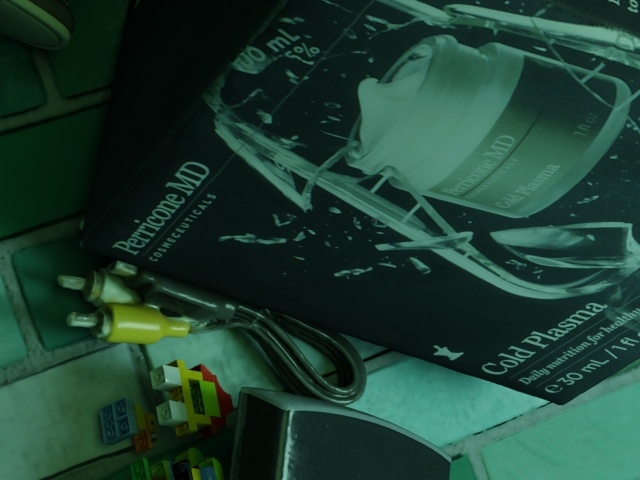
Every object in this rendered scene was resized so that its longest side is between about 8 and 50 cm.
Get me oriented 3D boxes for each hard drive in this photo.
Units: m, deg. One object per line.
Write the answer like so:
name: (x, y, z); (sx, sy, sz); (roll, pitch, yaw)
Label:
hard drive: (0.022, 0.221, 1.385); (0.255, 0.054, 0.172); (24, 66, -48)

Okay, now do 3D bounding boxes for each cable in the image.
cable: (-0.087, 0.056, 1.443); (0.287, 0.072, 0.139); (26, 52, -30)

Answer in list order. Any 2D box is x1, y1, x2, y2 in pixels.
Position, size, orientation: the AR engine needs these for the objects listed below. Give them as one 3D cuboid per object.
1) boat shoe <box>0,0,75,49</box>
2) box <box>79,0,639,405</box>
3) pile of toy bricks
boat shoe: (-0.335, -0.273, 1.351); (0.335, 0.112, 0.095); (29, 74, -13)
box: (0.130, -0.137, 1.302); (0.472, 0.480, 0.297); (20, 57, -19)
pile of toy bricks: (-0.108, 0.216, 1.372); (0.105, 0.118, 0.212); (17, 53, -49)
